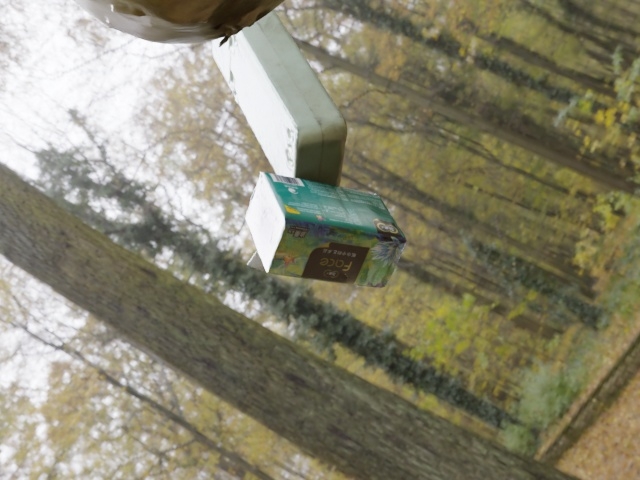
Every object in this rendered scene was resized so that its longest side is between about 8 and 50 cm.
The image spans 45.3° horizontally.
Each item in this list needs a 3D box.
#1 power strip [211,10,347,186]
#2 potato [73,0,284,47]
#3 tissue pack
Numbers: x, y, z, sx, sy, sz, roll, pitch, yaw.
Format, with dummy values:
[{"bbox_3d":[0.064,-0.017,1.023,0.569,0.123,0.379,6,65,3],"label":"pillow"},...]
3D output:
[{"bbox_3d":[-0.057,-0.164,0.744,0.053,0.288,0.093,-16,-36,-17],"label":"power strip"},{"bbox_3d":[-0.073,-0.197,0.396,0.191,0.141,0.296,-30,-9,3],"label":"potato"},{"bbox_3d":[-0.001,0.000,0.649,0.111,0.085,0.079,9,-60,-24],"label":"tissue pack"}]
